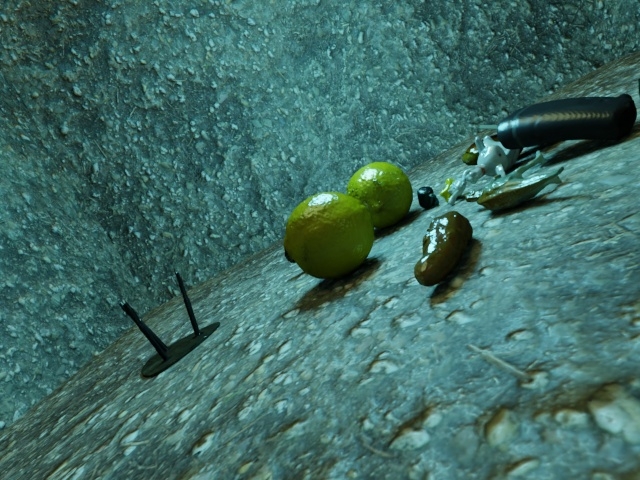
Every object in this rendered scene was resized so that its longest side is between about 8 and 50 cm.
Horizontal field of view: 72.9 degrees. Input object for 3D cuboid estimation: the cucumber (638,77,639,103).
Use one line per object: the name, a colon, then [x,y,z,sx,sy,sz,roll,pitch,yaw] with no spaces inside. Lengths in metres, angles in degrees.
cucumber: [0.816,-0.319,0.954,0.191,0.130,0.191,-17,13,4]

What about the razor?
razor: [0.725,-0.356,1.293,0.349,0.113,0.204,5,34,47]

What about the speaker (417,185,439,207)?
speaker: [0.408,-0.159,1.615,0.094,0.075,0.060,17,48,44]

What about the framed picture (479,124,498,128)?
framed picture: [0.752,-0.410,1.597,0.266,0.018,0.192,-2,15,-17]

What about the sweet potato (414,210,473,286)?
sweet potato: [0.279,-0.003,0.959,0.354,0.095,0.106,-35,-31,-59]

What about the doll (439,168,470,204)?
doll: [0.469,-0.173,1.500,0.135,0.071,0.113,-63,6,-33]

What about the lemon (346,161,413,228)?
lemon: [0.230,-0.176,1.683,0.258,0.258,0.310,-25,7,24]

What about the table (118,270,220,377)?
table: [-0.554,0.279,1.539,0.317,0.249,0.317,-28,8,4]

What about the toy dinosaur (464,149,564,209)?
toy dinosaur: [0.504,-0.141,1.083,0.206,0.092,0.393,-29,9,4]

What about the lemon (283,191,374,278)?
lemon: [0.027,-0.015,1.336,0.293,0.293,0.293,-28,8,4]

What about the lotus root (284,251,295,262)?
lotus root: [0.000,0.000,1.688,0.310,0.182,0.183,-32,8,4]

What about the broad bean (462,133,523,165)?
broad bean: [0.668,-0.344,1.687,0.229,0.122,0.156,-21,10,36]

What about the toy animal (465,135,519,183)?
toy animal: [0.597,-0.287,1.482,0.141,0.138,0.282,7,24,34]
